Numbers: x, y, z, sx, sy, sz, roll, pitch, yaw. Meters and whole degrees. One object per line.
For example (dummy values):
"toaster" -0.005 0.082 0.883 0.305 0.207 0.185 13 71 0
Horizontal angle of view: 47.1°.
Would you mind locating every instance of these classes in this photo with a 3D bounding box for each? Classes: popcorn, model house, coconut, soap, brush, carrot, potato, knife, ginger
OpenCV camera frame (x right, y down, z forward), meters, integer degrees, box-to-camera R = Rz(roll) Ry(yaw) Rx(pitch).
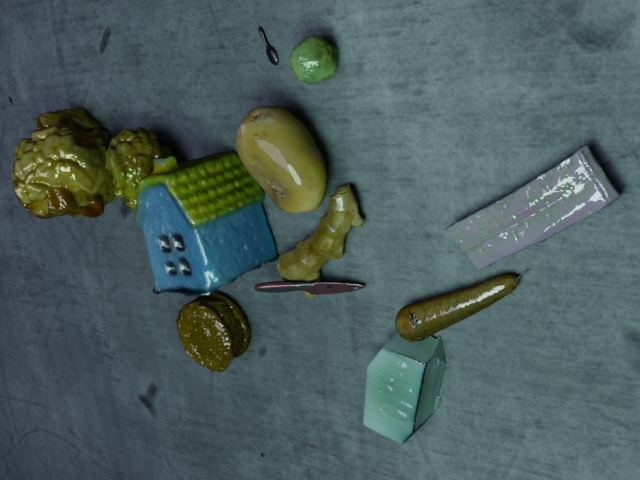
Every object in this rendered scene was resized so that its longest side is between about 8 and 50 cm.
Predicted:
"popcorn" -0.612 -0.190 1.805 0.225 0.265 0.332 -28 51 24
"model house" -0.257 -0.048 1.594 0.215 0.237 0.303 2 110 37
"coconut" -0.009 -0.342 1.385 0.088 0.096 0.088 55 170 15
"soap" 0.169 0.296 1.517 0.145 0.091 0.231 17 120 30
"brush" -0.106 -0.393 1.483 0.024 0.008 0.083 -20 97 44
"carrot" 0.265 0.117 1.386 0.298 0.078 0.078 -30 90 36
"popcorn" -0.418 -0.172 1.726 0.197 0.155 0.198 37 145 32
"potato" -0.071 -0.162 1.472 0.234 0.146 0.150 52 175 -9
"knife" -0.025 0.103 1.569 0.247 0.018 0.035 0 128 16
"ginger" -0.001 0.002 1.534 0.118 0.065 0.299 32 130 0

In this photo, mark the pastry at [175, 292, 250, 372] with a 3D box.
"pastry" -0.262 0.221 1.799 0.188 0.103 0.189 15 118 31

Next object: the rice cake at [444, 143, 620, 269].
"rice cake" 0.357 -0.046 1.256 0.298 0.050 0.106 -34 86 41
